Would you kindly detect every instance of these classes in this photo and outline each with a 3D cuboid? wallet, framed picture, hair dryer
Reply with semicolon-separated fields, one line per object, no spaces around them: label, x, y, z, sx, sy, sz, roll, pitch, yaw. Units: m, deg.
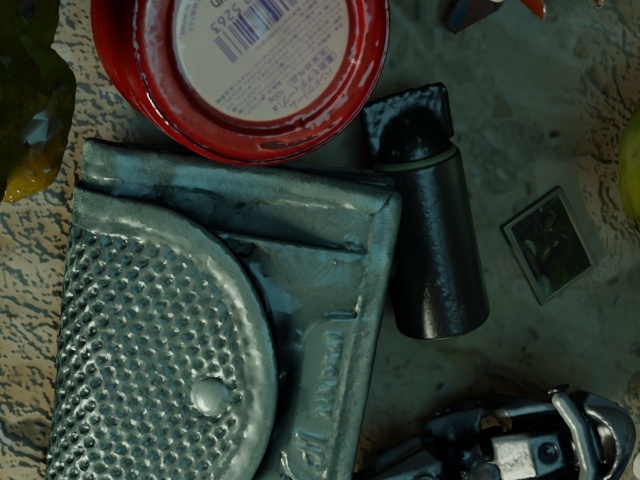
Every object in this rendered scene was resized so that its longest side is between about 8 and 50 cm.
wallet;-0.080;0.105;0.924;0.237;0.075;0.342;8;107;-5
framed picture;0.199;0.006;1.071;0.066;0.006;0.089;-35;115;-10
hair dryer;0.000;0.000;0.961;0.248;0.078;0.195;-17;109;-11

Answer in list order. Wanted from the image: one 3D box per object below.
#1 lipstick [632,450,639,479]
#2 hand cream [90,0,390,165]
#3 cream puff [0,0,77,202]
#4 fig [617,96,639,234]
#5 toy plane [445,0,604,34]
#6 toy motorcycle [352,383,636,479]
lipstick;0.337;0.232;1.118;0.040;0.141;0.040;-6;109;-18
hand cream;-0.057;-0.152;0.858;0.193;0.125;0.193;-7;109;-22
cream puff;-0.269;-0.110;0.741;0.244;0.196;0.244;-6;98;-43
fig;0.362;-0.028;1.018;0.233;0.233;0.314;-27;135;-12
toy plane;0.162;-0.308;0.896;0.223;0.104;0.326;-16;125;-17
toy motorcycle;0.149;0.180;1.023;0.270;0.159;0.106;-13;88;-20
